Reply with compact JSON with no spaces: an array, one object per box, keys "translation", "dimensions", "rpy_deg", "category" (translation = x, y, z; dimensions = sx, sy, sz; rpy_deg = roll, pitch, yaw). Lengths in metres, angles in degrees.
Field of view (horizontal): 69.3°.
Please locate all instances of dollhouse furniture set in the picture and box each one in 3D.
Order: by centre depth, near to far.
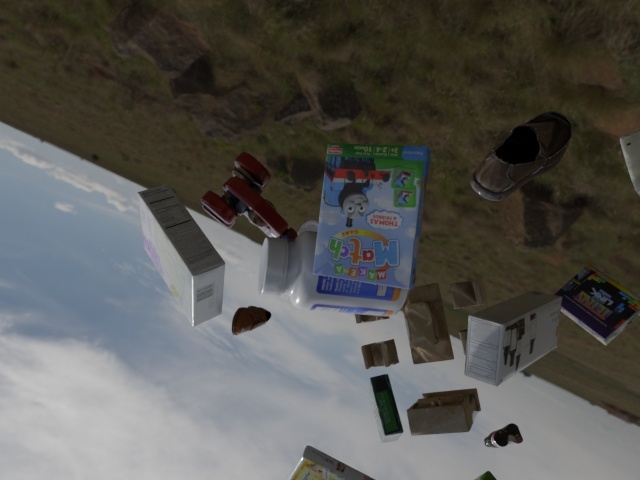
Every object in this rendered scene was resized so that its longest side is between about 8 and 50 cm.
[{"translation":[0.334,0.331,1.364],"dimensions":[0.361,0.395,0.256],"rpy_deg":[-14,168,22],"category":"dollhouse furniture set"}]

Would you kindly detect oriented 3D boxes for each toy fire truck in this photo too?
[{"translation":[-0.168,-0.080,1.243],"dimensions":[0.254,0.169,0.302],"rpy_deg":[40,170,-8],"category":"toy fire truck"}]

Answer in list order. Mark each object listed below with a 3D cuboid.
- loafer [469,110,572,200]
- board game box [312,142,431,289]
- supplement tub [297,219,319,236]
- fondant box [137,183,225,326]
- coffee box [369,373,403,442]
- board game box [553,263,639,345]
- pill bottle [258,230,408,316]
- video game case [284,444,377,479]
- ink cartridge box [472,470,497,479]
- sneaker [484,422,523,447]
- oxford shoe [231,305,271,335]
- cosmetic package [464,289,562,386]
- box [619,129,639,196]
[{"translation":[0.535,-0.234,1.173],"dimensions":[0.133,0.366,0.130],"rpy_deg":[41,153,20],"category":"loafer"},{"translation":[0.077,-0.041,0.720],"dimensions":[0.160,0.212,0.039],"rpy_deg":[7,-178,23],"category":"board game box"},{"translation":[0.000,0.000,1.092],"dimensions":[0.071,0.071,0.107],"rpy_deg":[24,175,33],"category":"supplement tub"},{"translation":[-0.388,0.040,1.285],"dimensions":[0.096,0.238,0.330],"rpy_deg":[-22,-123,-31],"category":"fondant box"},{"translation":[0.132,0.350,0.953],"dimensions":[0.040,0.113,0.184],"rpy_deg":[-13,153,-1],"category":"coffee box"},{"translation":[0.723,0.164,1.212],"dimensions":[0.048,0.141,0.170],"rpy_deg":[48,-179,-43],"category":"board game box"},{"translation":[0.022,0.062,0.901],"dimensions":[0.271,0.153,0.152],"rpy_deg":[8,-178,-14],"category":"pill bottle"},{"translation":[0.038,0.446,0.788],"dimensions":[0.206,0.026,0.227],"rpy_deg":[26,133,5],"category":"video game case"},{"translation":[0.489,0.877,1.442],"dimensions":[0.189,0.255,0.097],"rpy_deg":[50,-152,19],"category":"ink cartridge box"},{"translation":[0.658,0.711,1.682],"dimensions":[0.178,0.072,0.077],"rpy_deg":[10,145,-34],"category":"sneaker"},{"translation":[-0.209,0.240,1.417],"dimensions":[0.075,0.076,0.212],"rpy_deg":[4,-174,15],"category":"oxford shoe"},{"translation":[0.325,0.153,0.764],"dimensions":[0.238,0.099,0.060],"rpy_deg":[-7,-166,-44],"category":"cosmetic package"},{"translation":[0.615,-0.093,0.796],"dimensions":[0.275,0.113,0.094],"rpy_deg":[22,149,-40],"category":"box"}]
